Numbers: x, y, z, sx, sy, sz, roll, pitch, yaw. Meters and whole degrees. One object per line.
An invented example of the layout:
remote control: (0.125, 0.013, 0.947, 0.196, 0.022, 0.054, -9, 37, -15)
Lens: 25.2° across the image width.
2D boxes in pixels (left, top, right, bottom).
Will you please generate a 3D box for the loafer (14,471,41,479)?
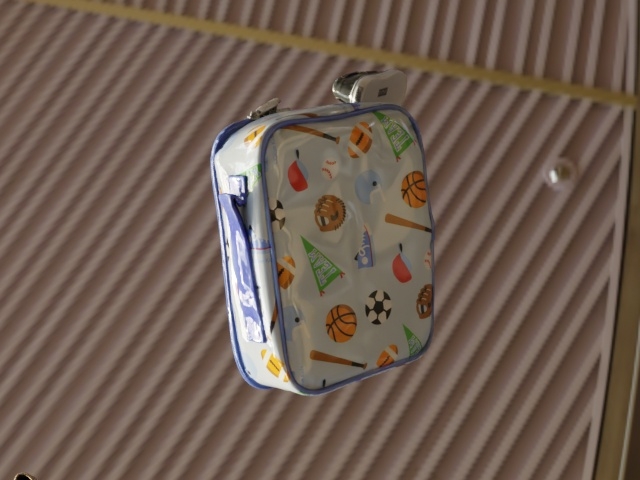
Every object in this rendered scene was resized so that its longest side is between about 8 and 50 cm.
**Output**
loafer: (-0.232, 0.245, 1.244, 0.045, 0.039, 0.125, -43, -137, -11)

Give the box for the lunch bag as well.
lunch bag: (0.000, 0.000, 1.485, 0.243, 0.303, 0.115, -14, -170, -37)

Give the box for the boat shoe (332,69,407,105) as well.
boat shoe: (0.058, -0.171, 1.605, 0.040, 0.142, 0.049, 19, -77, 21)
